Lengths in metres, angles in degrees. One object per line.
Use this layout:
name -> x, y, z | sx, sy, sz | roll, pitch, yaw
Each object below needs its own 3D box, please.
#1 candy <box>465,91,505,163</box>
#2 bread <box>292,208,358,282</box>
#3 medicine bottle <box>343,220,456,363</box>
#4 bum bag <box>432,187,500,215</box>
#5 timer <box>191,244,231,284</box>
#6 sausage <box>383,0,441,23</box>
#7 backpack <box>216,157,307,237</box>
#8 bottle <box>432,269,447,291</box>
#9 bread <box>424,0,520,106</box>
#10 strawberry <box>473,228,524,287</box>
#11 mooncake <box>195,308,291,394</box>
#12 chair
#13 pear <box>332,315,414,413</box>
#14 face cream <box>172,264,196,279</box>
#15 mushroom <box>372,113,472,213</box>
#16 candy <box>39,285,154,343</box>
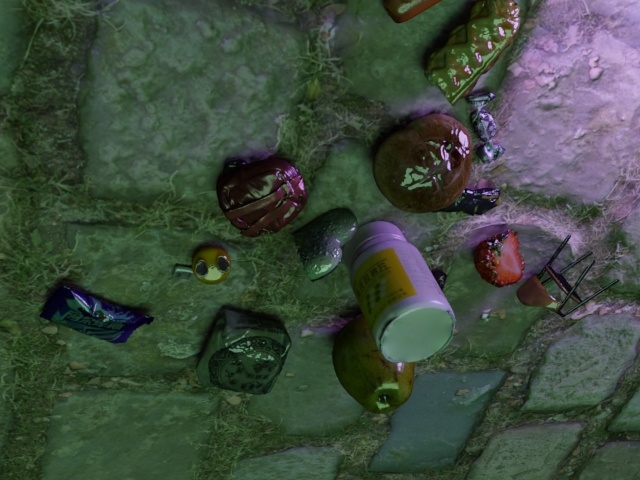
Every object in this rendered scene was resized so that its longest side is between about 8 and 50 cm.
candy -> 0.436, -0.297, 1.874 | 0.094, 0.051, 0.226 | -33, 131, -5
bread -> 0.000, 0.000, 1.909 | 0.232, 0.172, 0.064 | -59, 135, -28
medicine bottle -> 0.198, 0.129, 1.902 | 0.213, 0.379, 0.214 | -8, 128, -11
bum bag -> 0.401, -0.115, 1.990 | 0.232, 0.060, 0.107 | 7, 132, -20
timer -> -0.291, 0.065, 1.900 | 0.107, 0.109, 0.107 | -1, 96, -12
sausage -> 0.237, -0.558, 1.596 | 0.197, 0.076, 0.076 | -28, 129, 4
backpack -> -0.139, -0.110, 1.769 | 0.229, 0.139, 0.229 | -6, 129, -8
bottle -> 0.338, 0.164, 2.179 | 0.060, 0.060, 0.164 | 7, 122, -22
bread -> 0.362, -0.457, 1.681 | 0.268, 0.130, 0.152 | -49, 161, 19
strawberry -> 0.522, 0.057, 2.139 | 0.175, 0.106, 0.236 | -47, 137, -28
mooncake -> -0.217, 0.335, 2.083 | 0.254, 0.136, 0.250 | 10, 126, -23
chair -> 0.757, 0.131, 2.224 | 0.172, 0.159, 0.247 | 29, 112, -29
pear -> 0.159, 0.363, 2.117 | 0.252, 0.307, 0.253 | -3, 128, -4
face cream -> -0.356, 0.089, 1.927 | 0.083, 0.021, 0.040 | 12, 121, -25
mushroom -> 0.271, -0.196, 1.831 | 0.278, 0.146, 0.278 | -6, 114, -14
candy -> -0.599, 0.205, 1.910 | 0.275, 0.070, 0.145 | 26, 123, -34
